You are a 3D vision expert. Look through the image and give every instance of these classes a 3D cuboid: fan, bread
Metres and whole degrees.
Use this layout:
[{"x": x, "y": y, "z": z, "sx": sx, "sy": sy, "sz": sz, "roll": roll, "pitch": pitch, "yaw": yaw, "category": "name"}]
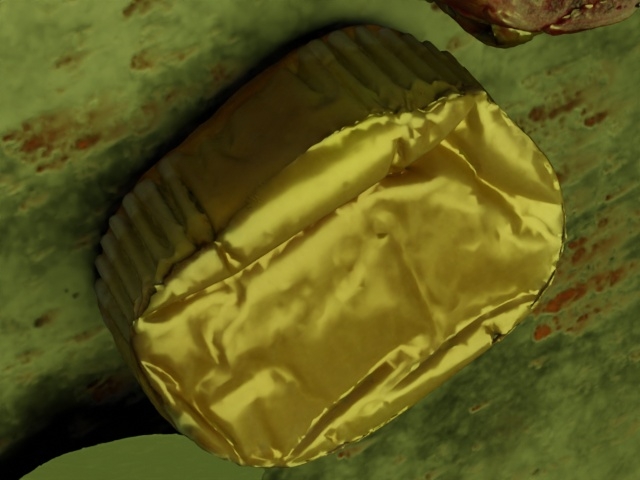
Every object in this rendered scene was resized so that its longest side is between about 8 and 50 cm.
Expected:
[{"x": -0.188, "y": 0.167, "z": 1.170, "sx": 0.310, "sy": 0.010, "sz": 0.182, "roll": -2, "pitch": 150, "yaw": -14, "category": "fan"}, {"x": 0.000, "y": 0.000, "z": 1.121, "sx": 0.288, "sy": 0.156, "sz": 0.204, "roll": -42, "pitch": 119, "yaw": 1, "category": "bread"}]

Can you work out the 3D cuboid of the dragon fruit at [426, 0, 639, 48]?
[{"x": 0.131, "y": -0.223, "z": 1.077, "sx": 0.282, "sy": 0.147, "sz": 0.211, "roll": 1, "pitch": 108, "yaw": -33, "category": "dragon fruit"}]
